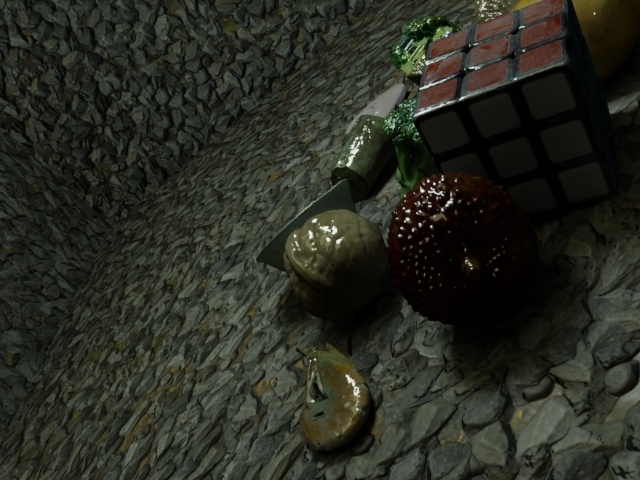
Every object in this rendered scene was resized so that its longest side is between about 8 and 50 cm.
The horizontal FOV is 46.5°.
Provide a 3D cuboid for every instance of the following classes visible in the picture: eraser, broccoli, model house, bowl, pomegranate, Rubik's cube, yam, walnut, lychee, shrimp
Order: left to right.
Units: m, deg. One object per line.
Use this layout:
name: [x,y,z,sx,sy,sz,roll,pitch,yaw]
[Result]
bowl: [0.000,0.000,1.885,0.313,0.146,0.313,-43,-5,-4]
shrimp: [0.005,0.304,1.488,0.168,0.077,0.317,-47,25,0]
walnut: [0.039,0.056,1.670,0.248,0.248,0.248,-36,24,19]
yam: [0.131,-0.253,2.123,0.154,0.154,0.255,-3,52,57]
eraser: [0.191,-0.431,2.466,0.243,0.059,0.204,-49,23,-3]
broccoli: [0.275,-0.209,1.794,0.269,0.269,0.254,-26,-14,37]
model house: [0.349,-0.565,2.259,0.214,0.195,0.189,-50,28,16]
lychee: [0.250,0.013,1.329,0.275,0.276,0.304,-41,10,7]
Rubik's cube: [0.385,-0.247,1.459,0.303,0.301,0.305,-15,36,30]
pomegranate: [0.564,-0.471,1.662,0.307,0.307,0.307,-36,24,19]

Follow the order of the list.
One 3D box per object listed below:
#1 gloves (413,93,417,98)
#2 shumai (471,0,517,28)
gloves: [0.318,-0.356,1.994,0.197,0.152,0.301,-65,3,-18]
shumai: [0.502,-0.528,1.951,0.346,0.217,0.283,37,97,43]
